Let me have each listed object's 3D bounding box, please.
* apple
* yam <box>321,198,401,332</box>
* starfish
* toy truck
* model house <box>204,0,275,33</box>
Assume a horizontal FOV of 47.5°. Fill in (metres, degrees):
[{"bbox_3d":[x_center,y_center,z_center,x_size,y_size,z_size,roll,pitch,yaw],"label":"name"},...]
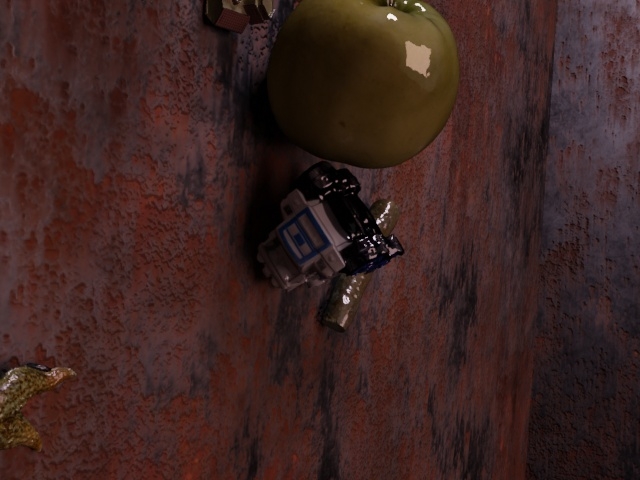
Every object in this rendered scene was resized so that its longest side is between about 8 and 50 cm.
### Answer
[{"bbox_3d":[0.060,-0.229,1.001,0.262,0.262,0.263,-13,105,-60],"label":"apple"},{"bbox_3d":[0.072,0.040,1.269,0.274,0.061,0.061,-64,144,-31],"label":"yam"},{"bbox_3d":[-0.311,0.167,0.627,0.208,0.053,0.176,32,76,-51],"label":"starfish"},{"bbox_3d":[0.000,0.000,1.043,0.161,0.177,0.213,58,16,10],"label":"toy truck"},{"bbox_3d":[-0.102,-0.294,0.919,0.083,0.057,0.058,-6,94,-62],"label":"model house"}]
